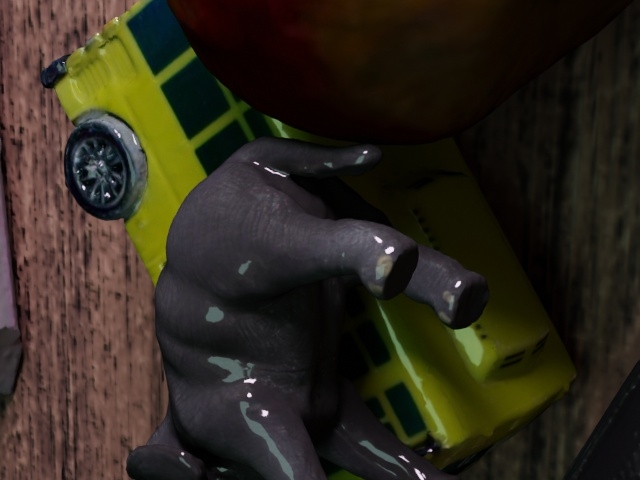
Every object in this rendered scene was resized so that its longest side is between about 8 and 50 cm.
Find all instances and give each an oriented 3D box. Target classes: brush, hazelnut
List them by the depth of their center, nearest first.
[{"bbox_3d":[0.034,-0.161,0.631,0.217,0.217,0.251,32,96,25],"label":"hazelnut"},{"bbox_3d":[0.132,0.142,0.776,0.063,0.016,0.193,39,121,23],"label":"brush"}]

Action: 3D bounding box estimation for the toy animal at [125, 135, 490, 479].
[{"bbox_3d":[-0.016,0.080,0.666,0.137,0.082,0.269,30,119,31],"label":"toy animal"}]

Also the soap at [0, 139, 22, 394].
[{"bbox_3d":[-0.319,-0.051,0.971,0.258,0.159,0.302,8,106,37],"label":"soap"}]

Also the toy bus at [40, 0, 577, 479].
[{"bbox_3d":[0.000,0.000,0.764,0.150,0.128,0.262,-33,82,37],"label":"toy bus"}]
